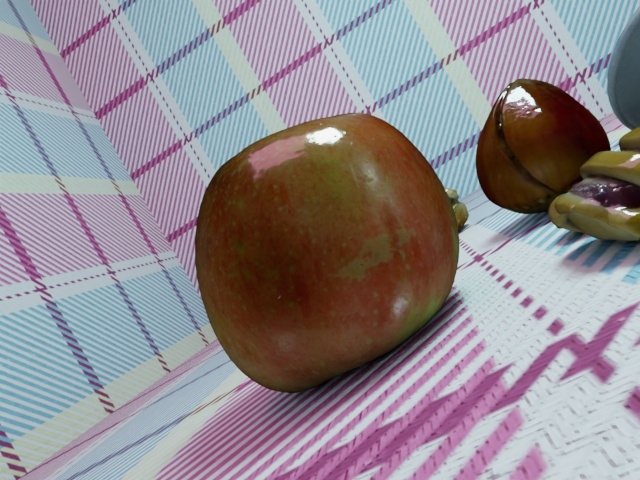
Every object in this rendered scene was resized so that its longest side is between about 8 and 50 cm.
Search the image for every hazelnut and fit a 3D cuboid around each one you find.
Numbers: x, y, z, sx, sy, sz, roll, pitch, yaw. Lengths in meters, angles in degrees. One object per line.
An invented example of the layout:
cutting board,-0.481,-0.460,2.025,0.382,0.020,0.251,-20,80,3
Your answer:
hazelnut,0.332,-0.148,0.742,0.208,0.208,0.208,-30,-1,-1

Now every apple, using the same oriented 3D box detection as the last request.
apple,0.000,0.000,0.573,0.319,0.277,0.319,-29,0,0

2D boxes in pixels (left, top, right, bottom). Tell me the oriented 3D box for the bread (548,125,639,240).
bread,0.303,-0.071,0.391,0.225,0.081,0.134,-30,0,16

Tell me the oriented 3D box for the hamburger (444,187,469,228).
hamburger,0.232,-0.038,1.207,0.286,0.146,0.243,-24,4,-5

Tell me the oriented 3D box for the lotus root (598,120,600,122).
lotus root,0.475,-0.187,0.961,0.257,0.140,0.154,-37,-3,-45

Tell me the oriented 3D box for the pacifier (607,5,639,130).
pacifier,0.440,-0.191,0.455,0.279,0.227,0.207,-14,44,4

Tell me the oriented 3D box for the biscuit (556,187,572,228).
biscuit,0.344,-0.063,0.539,0.205,0.031,0.138,-28,4,-15
